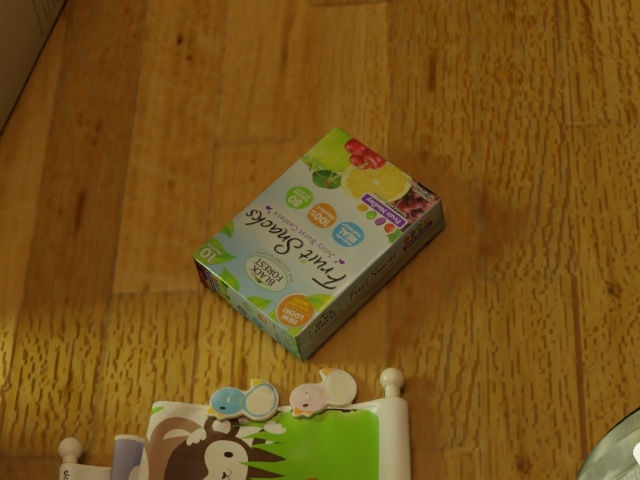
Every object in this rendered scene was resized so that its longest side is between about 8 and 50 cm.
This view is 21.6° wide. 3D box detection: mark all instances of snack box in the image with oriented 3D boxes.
[{"bbox_3d":[0.000,0.000,1.120,0.100,0.037,0.141,36,68,29],"label":"snack box"}]

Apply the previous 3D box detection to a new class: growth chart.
[{"bbox_3d":[-0.054,0.159,1.031,0.237,0.021,0.172,-11,54,1],"label":"growth chart"}]

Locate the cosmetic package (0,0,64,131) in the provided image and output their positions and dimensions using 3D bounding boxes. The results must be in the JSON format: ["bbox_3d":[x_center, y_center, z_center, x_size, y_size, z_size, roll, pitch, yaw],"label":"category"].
[{"bbox_3d":[-0.311,-0.145,1.175,0.155,0.197,0.365,11,57,16],"label":"cosmetic package"}]

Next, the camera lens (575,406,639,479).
[{"bbox_3d":[0.251,0.209,0.827,0.219,0.219,0.274,-10,55,2],"label":"camera lens"}]
